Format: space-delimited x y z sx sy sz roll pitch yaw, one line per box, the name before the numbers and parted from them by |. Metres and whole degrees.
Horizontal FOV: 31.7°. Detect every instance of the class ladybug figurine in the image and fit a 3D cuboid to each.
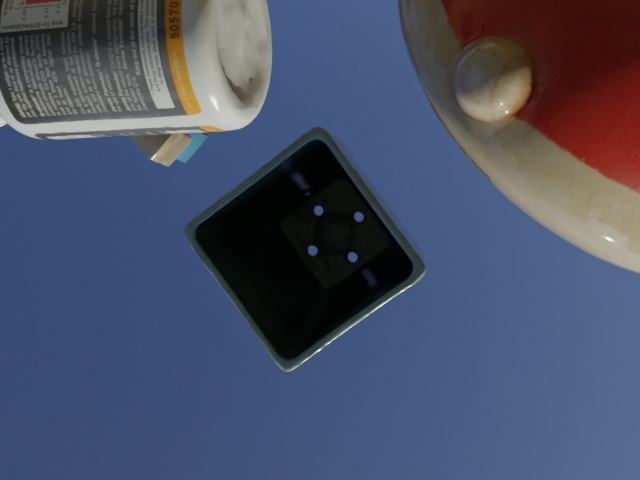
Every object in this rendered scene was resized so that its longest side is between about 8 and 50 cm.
ladybug figurine | 0.220 -0.128 0.748 0.305 0.162 0.449 54 -147 10

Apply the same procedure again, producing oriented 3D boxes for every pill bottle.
pill bottle | -0.195 -0.169 0.979 0.279 0.162 0.162 -1 -133 17

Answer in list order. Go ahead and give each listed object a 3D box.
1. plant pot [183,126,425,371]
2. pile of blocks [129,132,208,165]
plant pot | 0.000 0.000 1.631 0.247 0.247 0.252 54 -167 2
pile of blocks | -0.173 -0.188 1.325 0.149 0.112 0.362 37 -170 -29
